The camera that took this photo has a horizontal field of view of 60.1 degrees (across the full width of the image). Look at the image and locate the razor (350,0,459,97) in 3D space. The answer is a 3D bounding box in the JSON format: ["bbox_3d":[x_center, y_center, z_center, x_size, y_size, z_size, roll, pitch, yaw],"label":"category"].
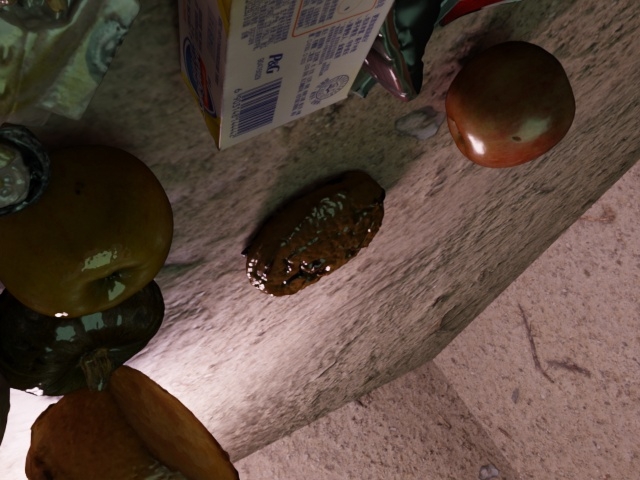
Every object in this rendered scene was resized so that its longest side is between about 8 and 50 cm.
[{"bbox_3d":[0.139,-0.279,0.674,0.278,0.056,0.111,-34,156,29],"label":"razor"}]

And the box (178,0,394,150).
[{"bbox_3d":[-0.032,-0.199,0.479,0.168,0.097,0.265,-27,172,-17],"label":"box"}]

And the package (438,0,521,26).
[{"bbox_3d":[0.228,-0.371,0.662,0.154,0.030,0.239,-19,157,-10],"label":"package"}]

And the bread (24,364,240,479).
[{"bbox_3d":[-0.312,0.404,0.958,0.215,0.398,0.398,-45,156,-7],"label":"bread"}]

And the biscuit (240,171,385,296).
[{"bbox_3d":[0.001,0.002,0.994,0.296,0.075,0.296,-29,155,-15],"label":"biscuit"}]

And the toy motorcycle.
[{"bbox_3d":[-0.244,-0.157,0.358,0.223,0.108,0.340,13,123,-47],"label":"toy motorcycle"}]

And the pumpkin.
[{"bbox_3d":[-0.309,0.116,0.703,0.219,0.162,0.219,-29,159,-12],"label":"pumpkin"}]

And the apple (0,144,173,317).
[{"bbox_3d":[-0.240,-0.007,0.569,0.182,0.155,0.182,-27,147,-19],"label":"apple"}]

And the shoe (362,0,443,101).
[{"bbox_3d":[0.087,-0.277,0.570,0.137,0.114,0.291,-32,150,-11],"label":"shoe"}]

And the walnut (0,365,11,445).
[{"bbox_3d":[-0.451,0.179,0.551,0.248,0.248,0.248,-29,155,-15],"label":"walnut"}]

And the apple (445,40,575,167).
[{"bbox_3d":[0.288,-0.206,0.860,0.174,0.188,0.188,-27,156,7],"label":"apple"}]
